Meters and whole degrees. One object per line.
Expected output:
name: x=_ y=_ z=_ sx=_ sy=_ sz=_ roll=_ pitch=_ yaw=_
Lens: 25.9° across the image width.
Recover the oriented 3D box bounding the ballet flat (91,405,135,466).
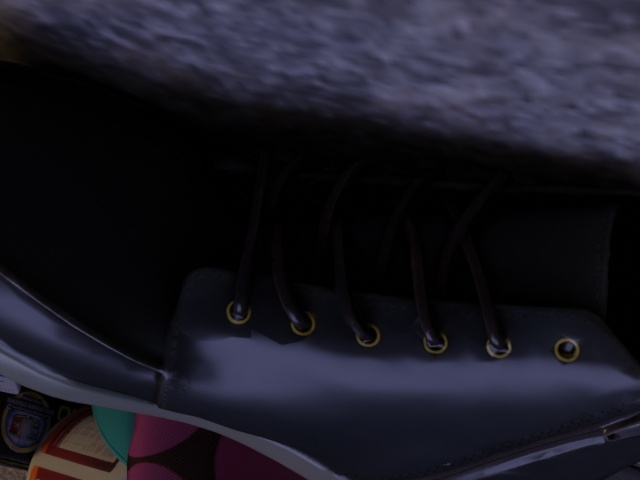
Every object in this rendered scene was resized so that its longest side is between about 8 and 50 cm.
ballet flat: x=-0.065 y=0.086 z=0.734 sx=0.077 sy=0.091 sz=0.241 roll=-9 pitch=179 yaw=-20

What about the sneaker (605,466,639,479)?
sneaker: x=0.058 y=0.160 z=0.846 sx=0.295 sy=0.104 sz=0.147 roll=17 pitch=162 yaw=-35

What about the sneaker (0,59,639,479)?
sneaker: x=0.000 y=0.000 z=0.343 sx=0.222 sy=0.083 sz=0.118 roll=28 pitch=143 yaw=-26

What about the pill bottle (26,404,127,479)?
pill bottle: x=-0.097 y=0.169 z=0.885 sx=0.121 sy=0.121 sz=0.221 roll=21 pitch=168 yaw=-29

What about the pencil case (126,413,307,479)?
pencil case: x=-0.023 y=0.103 z=0.467 sx=0.095 sy=0.209 sz=0.098 roll=6 pitch=156 yaw=5

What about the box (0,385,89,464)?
box: x=-0.256 y=0.143 z=1.092 sx=0.270 sy=0.060 sz=0.216 roll=3 pitch=163 yaw=40

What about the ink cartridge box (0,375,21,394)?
ink cartridge box: x=-0.215 y=0.048 z=0.785 sx=0.097 sy=0.046 sz=0.207 roll=14 pitch=167 yaw=-8
